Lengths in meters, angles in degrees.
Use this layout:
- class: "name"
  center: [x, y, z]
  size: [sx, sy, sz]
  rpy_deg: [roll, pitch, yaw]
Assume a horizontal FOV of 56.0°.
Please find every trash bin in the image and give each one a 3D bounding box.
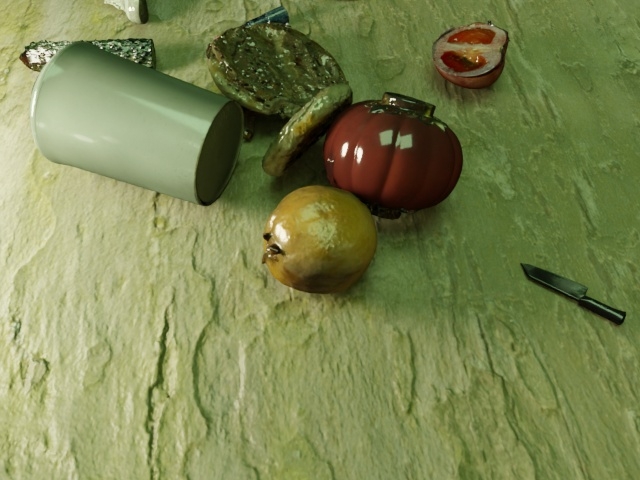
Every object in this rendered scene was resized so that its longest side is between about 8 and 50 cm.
- class: "trash bin"
  center: [-0.413, -0.257, 1.332]
  size: [0.432, 0.280, 0.280]
  rpy_deg: [20, 56, 8]

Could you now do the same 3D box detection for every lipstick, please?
- class: "lipstick"
  center: [-0.201, -0.604, 1.730]
  size: [0.234, 0.053, 0.053]
  rpy_deg: [-31, 61, -16]

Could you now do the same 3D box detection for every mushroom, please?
- class: "mushroom"
  center: [-0.175, -0.313, 1.499]
  size: [0.088, 0.072, 0.129]
  rpy_deg: [2, 55, 4]

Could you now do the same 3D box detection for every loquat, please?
- class: "loquat"
  center: [0.000, 0.000, 1.210]
  size: [0.238, 0.193, 0.238]
  rpy_deg: [5, 67, -12]

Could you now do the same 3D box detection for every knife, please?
- class: "knife"
  center: [0.527, 0.103, 1.264]
  size: [0.230, 0.028, 0.060]
  rpy_deg: [28, 46, 20]

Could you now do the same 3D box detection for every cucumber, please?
- class: "cucumber"
  center: [-0.622, -0.492, 1.599]
  size: [0.360, 0.096, 0.096]
  rpy_deg: [-1, 54, -5]

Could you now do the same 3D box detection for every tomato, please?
- class: "tomato"
  center: [0.400, -0.481, 1.621]
  size: [0.199, 0.112, 0.228]
  rpy_deg: [14, 58, 23]

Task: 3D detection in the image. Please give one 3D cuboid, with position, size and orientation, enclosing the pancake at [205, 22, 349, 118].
- class: "pancake"
  center: [-0.106, -0.430, 1.533]
  size: [0.382, 0.071, 0.382]
  rpy_deg: [11, 47, -13]

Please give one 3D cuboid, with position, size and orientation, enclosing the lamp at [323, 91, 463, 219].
- class: "lamp"
  center: [0.155, -0.182, 1.300]
  size: [0.303, 0.257, 0.303]
  rpy_deg: [14, 17, -5]

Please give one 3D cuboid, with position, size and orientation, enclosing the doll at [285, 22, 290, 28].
- class: "doll"
  center: [-0.151, -0.543, 1.679]
  size: [0.227, 0.057, 0.114]
  rpy_deg: [-32, 66, -25]

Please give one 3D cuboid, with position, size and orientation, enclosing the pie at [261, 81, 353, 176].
- class: "pie"
  center: [-0.028, -0.246, 1.346]
  size: [0.055, 0.274, 0.274]
  rpy_deg: [45, 62, 1]

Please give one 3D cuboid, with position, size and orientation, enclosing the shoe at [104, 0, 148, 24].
- class: "shoe"
  center: [-0.598, -0.742, 1.768]
  size: [0.159, 0.124, 0.316]
  rpy_deg: [-8, 49, -9]
